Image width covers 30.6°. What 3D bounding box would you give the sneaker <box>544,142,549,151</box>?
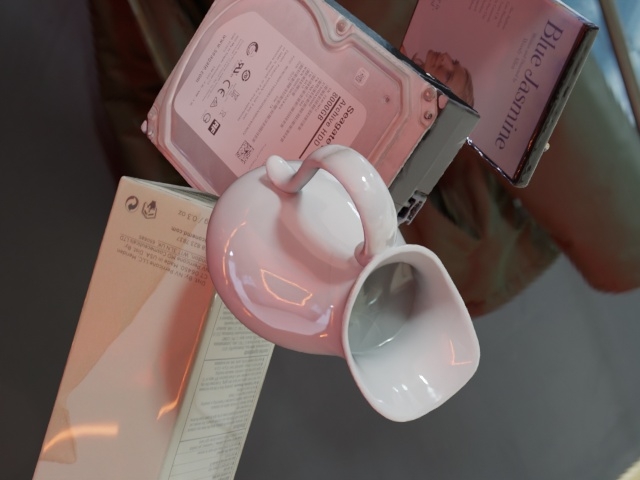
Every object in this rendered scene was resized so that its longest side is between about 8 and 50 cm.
[{"bbox_3d":[0.231,-0.113,1.398,0.083,0.037,0.032,16,-4,26],"label":"sneaker"}]

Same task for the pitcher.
[{"bbox_3d":[0.000,0.000,0.761,0.125,0.178,0.207,-26,31,-20],"label":"pitcher"}]

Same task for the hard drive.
[{"bbox_3d":[-0.028,-0.116,1.141,0.339,0.064,0.237,46,109,38],"label":"hard drive"}]

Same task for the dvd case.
[{"bbox_3d":[0.172,-0.195,1.222,0.022,0.180,0.253,1,33,-34],"label":"dvd case"}]

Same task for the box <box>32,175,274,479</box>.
[{"bbox_3d":[-0.130,0.114,0.999,0.121,0.311,0.148,19,4,24],"label":"box"}]
